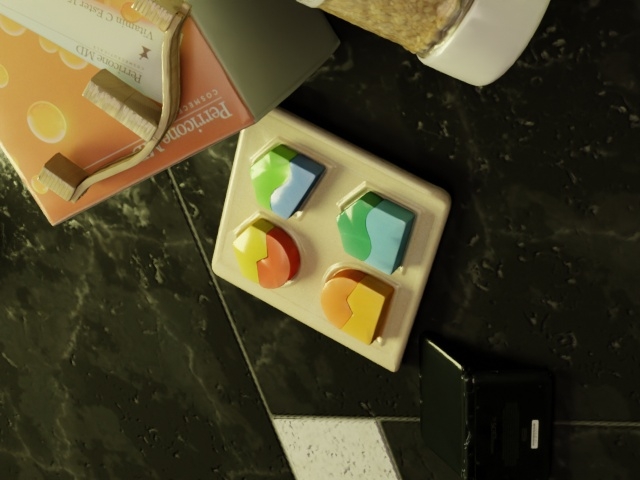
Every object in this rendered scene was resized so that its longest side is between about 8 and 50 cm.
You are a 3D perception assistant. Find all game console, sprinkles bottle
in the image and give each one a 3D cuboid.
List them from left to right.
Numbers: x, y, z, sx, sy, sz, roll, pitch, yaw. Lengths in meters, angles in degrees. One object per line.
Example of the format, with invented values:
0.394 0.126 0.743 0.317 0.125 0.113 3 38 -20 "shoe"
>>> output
-0.023 -0.221 1.023 0.355 0.121 0.121 22 137 -15 "sprinkles bottle"
0.138 0.141 1.335 0.107 0.071 0.122 -2 124 2 "game console"

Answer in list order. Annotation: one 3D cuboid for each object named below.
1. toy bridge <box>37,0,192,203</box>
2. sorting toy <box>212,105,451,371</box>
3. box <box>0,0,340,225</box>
-0.133 -0.094 1.108 0.063 0.026 0.188 36 124 0 "toy bridge"
0.000 0.000 1.318 0.193 0.038 0.208 28 132 17 "sorting toy"
-0.181 -0.222 1.181 0.215 0.168 0.345 -24 104 32 "box"
